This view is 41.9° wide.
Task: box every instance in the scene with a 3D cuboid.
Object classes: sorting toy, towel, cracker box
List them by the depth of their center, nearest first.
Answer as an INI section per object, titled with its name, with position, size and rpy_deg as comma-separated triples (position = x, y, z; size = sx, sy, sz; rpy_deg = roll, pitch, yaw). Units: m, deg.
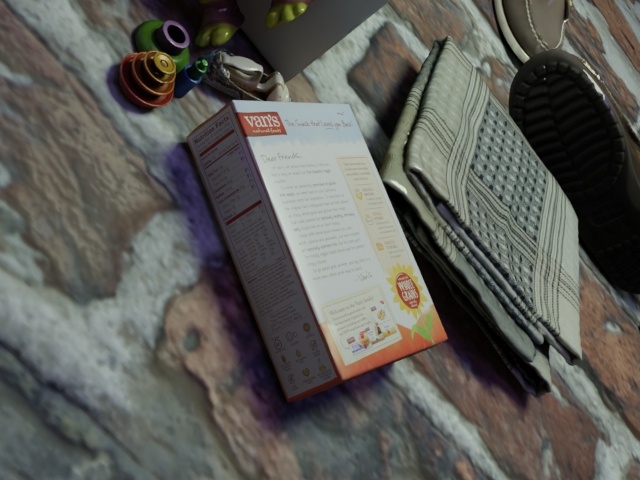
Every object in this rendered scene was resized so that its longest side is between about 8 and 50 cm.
[sorting toy]
position = -0.122, -0.147, 0.676
size = 0.061, 0.042, 0.102
rpy_deg = 37, 44, -26
[cracker box]
position = 0.000, 0.000, 0.696
size = 0.155, 0.067, 0.232
rpy_deg = -9, 74, -51
[towel]
position = 0.194, -0.039, 0.908
size = 0.312, 0.056, 0.324
rpy_deg = 50, 38, -22

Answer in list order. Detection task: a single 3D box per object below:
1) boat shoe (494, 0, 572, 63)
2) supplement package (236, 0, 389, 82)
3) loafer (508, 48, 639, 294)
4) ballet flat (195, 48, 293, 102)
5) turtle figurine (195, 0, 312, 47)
[boat shoe]
position = 0.338, -0.390, 1.276
size = 0.116, 0.096, 0.325
rpy_deg = 35, 45, -27
[supplement package]
position = -0.013, -0.336, 0.786
size = 0.263, 0.199, 0.198
rpy_deg = 50, 39, -11
[loafer]
position = 0.366, -0.096, 1.115
size = 0.366, 0.133, 0.130
rpy_deg = 57, 34, -19
[ballet flat]
position = -0.056, -0.138, 0.744
size = 0.114, 0.041, 0.041
rpy_deg = 21, 52, -38
[turtle figurine]
position = -0.105, -0.273, 0.679
size = 0.087, 0.269, 0.217
rpy_deg = -95, 165, -56
